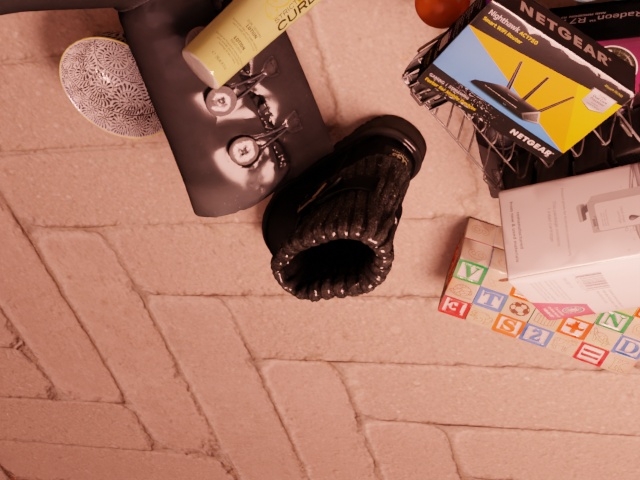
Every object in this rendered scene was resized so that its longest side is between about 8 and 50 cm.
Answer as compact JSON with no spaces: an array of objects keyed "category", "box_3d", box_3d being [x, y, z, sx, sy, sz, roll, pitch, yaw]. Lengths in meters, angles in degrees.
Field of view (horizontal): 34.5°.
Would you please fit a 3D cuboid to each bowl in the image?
[{"category":"bowl","box_3d":[-0.268,-0.231,1.429,0.170,0.080,0.170,11,137,10]}]

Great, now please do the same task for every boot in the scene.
[{"category":"boot","box_3d":[-0.216,-0.214,1.289,0.367,0.146,0.445,-23,131,-1]},{"category":"boot","box_3d":[-0.003,-0.003,1.422,0.131,0.260,0.348,33,136,-13]}]

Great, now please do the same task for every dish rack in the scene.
[{"category":"dish rack","box_3d":[0.232,-0.155,1.156,0.208,0.074,0.271,-22,129,37]}]

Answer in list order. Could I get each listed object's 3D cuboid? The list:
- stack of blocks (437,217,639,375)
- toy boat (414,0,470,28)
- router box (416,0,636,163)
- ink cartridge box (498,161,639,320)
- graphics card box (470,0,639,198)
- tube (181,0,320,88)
[{"category":"stack of blocks","box_3d":[0.337,0.069,1.488,0.297,0.087,0.171,18,138,4]},{"category":"toy boat","box_3d":[0.144,-0.297,1.083,0.151,0.231,0.151,20,99,-17]},{"category":"router box","box_3d":[0.208,-0.169,1.050,0.178,0.046,0.133,29,140,-14]},{"category":"ink cartridge box","box_3d":[0.375,-0.001,1.204,0.283,0.117,0.207,-11,158,23]},{"category":"graphics card box","box_3d":[0.366,-0.169,1.229,0.370,0.094,0.233,0,134,24]},{"category":"tube","box_3d":[-0.058,-0.279,1.210,0.062,0.240,0.070,41,166,19]}]
